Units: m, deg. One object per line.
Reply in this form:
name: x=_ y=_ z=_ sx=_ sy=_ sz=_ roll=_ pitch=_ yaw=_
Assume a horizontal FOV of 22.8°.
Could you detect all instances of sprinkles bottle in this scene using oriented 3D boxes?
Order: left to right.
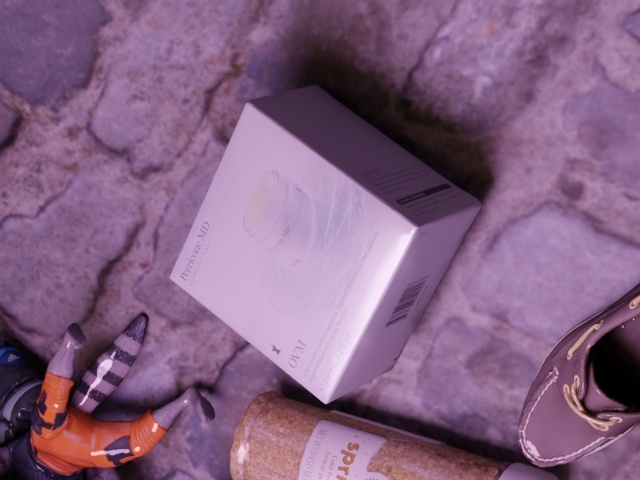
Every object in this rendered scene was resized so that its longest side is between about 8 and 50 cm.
sprinkles bottle: x=0.079 y=0.264 z=1.726 sx=0.355 sy=0.121 sz=0.121 roll=14 pitch=117 yaw=26

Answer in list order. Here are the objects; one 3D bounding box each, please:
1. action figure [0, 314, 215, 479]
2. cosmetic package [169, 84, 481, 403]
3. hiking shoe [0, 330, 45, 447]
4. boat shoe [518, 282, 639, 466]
action figure: x=-0.269 y=0.264 z=1.920 sx=0.341 sy=0.178 sz=0.330 roll=25 pitch=121 yaw=-33
cosmetic package: x=0.000 y=0.000 z=1.608 sx=0.224 sy=0.138 sz=0.224 roll=37 pitch=119 yaw=22
hiking shoe: x=-0.418 y=0.257 z=2.050 sx=0.132 sy=0.113 sz=0.304 roll=50 pitch=127 yaw=28
boat shoe: x=0.292 y=0.126 z=1.550 sx=0.116 sy=0.096 sz=0.324 roll=46 pitch=126 yaw=6
